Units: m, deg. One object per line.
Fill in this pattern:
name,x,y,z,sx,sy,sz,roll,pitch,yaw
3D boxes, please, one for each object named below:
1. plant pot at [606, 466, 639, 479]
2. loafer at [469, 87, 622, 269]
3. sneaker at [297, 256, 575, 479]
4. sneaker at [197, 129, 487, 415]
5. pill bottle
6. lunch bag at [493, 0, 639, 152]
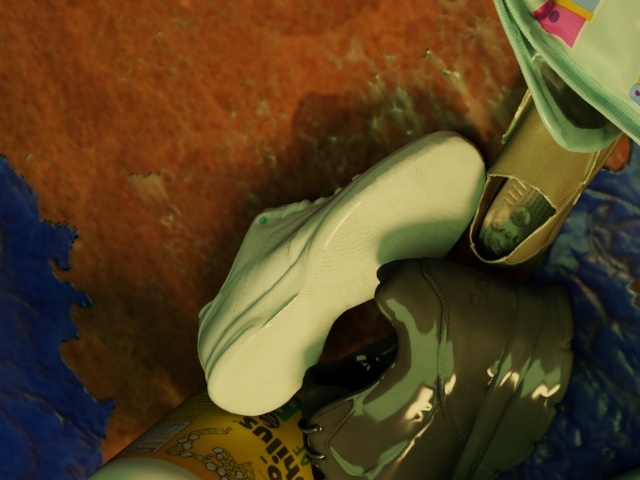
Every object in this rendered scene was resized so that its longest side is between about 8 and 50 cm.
plant pot,0.255,0.320,0.848,0.341,0.341,0.334,-9,111,27
loafer,0.123,-0.042,0.927,0.056,0.050,0.148,26,116,15
sneaker,0.038,0.131,0.979,0.130,0.109,0.286,20,108,-6
sneaker,0.000,0.000,0.992,0.212,0.094,0.080,-43,130,16
pill bottle,-0.075,0.164,0.998,0.117,0.208,0.117,8,110,23
lunch bag,0.190,-0.107,0.774,0.262,0.223,0.160,32,110,13
